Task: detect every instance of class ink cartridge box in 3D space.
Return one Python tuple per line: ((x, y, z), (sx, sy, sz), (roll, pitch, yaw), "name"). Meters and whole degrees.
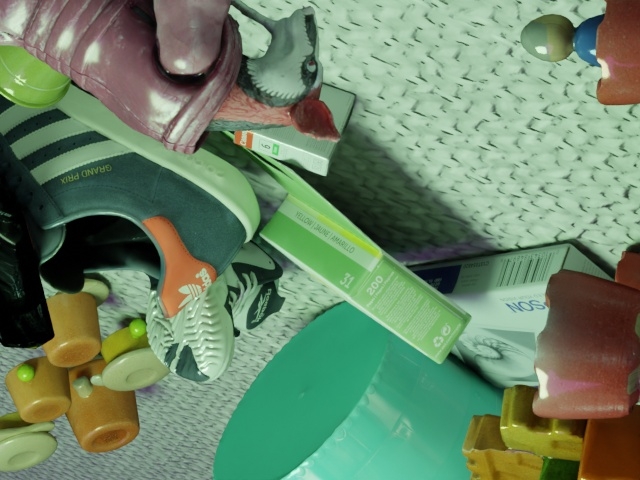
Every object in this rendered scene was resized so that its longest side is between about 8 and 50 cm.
((0.208, 0.087, 1.504), (0.224, 0.045, 0.223), (35, 154, -28), "ink cartridge box")
((0.000, 0.000, 1.411), (0.235, 0.056, 0.171), (36, 178, -34), "ink cartridge box")
((-0.037, -0.099, 1.299), (0.115, 0.063, 0.029), (20, 154, 5), "ink cartridge box")

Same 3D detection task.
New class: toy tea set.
((-0.283, 0.137, 1.946), (0.200, 0.124, 0.336), (-5, 147, -28), "toy tea set")

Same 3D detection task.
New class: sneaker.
((-0.231, -0.047, 1.428), (0.350, 0.148, 0.131), (24, 158, 20), "sneaker")
((-0.083, 0.055, 1.531), (0.153, 0.094, 0.235), (22, -161, -33), "sneaker")

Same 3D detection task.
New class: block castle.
((0.226, 0.063, 1.138), (0.213, 0.303, 0.453), (7, 153, 15), "block castle")

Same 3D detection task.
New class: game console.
((-0.350, -0.067, 1.460), (0.361, 0.044, 0.213), (45, 156, 26), "game console")

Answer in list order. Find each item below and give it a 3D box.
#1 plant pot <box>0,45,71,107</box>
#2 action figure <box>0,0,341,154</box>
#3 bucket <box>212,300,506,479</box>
((-0.213, -0.157, 1.317), (0.083, 0.083, 0.079), (32, 142, -23), "plant pot")
((-0.149, -0.153, 1.056), (0.370, 0.276, 0.248), (34, 151, 6), "action figure")
((0.042, 0.201, 1.617), (0.183, 0.281, 0.281), (43, 150, -19), "bucket")
